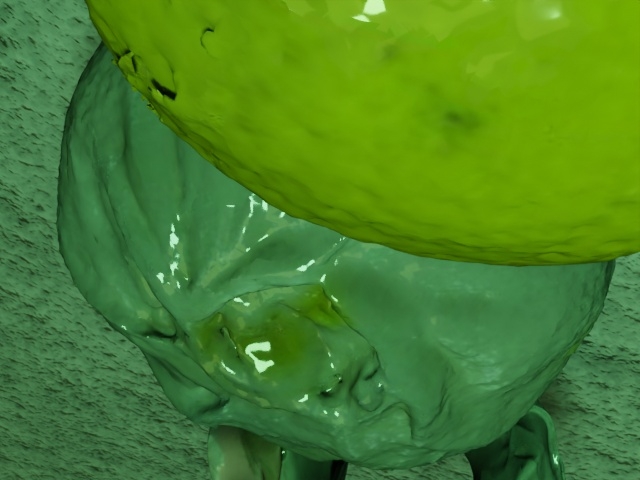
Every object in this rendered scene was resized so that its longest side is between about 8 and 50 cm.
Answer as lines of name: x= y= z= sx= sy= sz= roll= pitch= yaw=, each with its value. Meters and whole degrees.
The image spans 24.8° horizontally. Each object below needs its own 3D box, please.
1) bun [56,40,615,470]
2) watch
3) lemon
bun: x=0.000 y=0.000 z=0.896 sx=0.362 sy=0.211 sz=0.362 roll=16 pitch=138 yaw=15
watch: x=0.055 y=0.157 z=1.069 sx=0.241 sy=0.253 sz=0.161 roll=-4 pitch=129 yaw=19
lemon: x=0.082 y=-0.165 z=0.514 sx=0.387 sy=0.349 sz=0.350 roll=2 pitch=147 yaw=-5
